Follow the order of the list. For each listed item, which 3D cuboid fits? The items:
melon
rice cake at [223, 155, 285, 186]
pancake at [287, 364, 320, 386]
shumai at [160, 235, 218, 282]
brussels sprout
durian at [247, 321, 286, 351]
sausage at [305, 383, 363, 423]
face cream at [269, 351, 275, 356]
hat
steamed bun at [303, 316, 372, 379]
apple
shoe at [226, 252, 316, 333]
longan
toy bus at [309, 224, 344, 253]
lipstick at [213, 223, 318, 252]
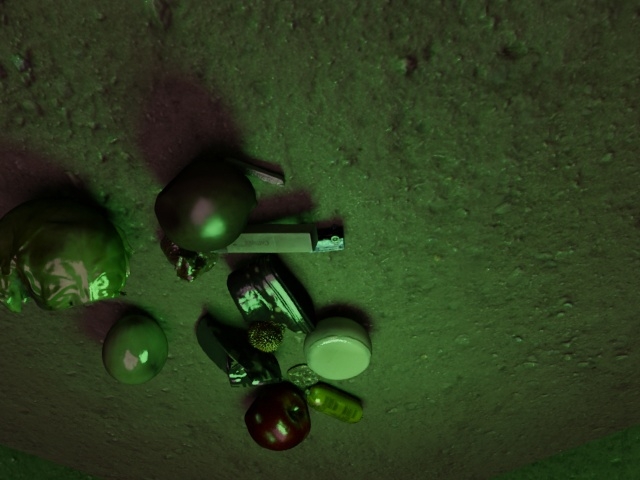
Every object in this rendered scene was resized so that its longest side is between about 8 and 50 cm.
[{"bbox_3d":[-0.756,0.449,1.911,0.272,0.271,0.307,-7,136,8],"label":"melon"},{"bbox_3d":[-0.206,-0.215,1.472,0.207,0.047,0.036,18,124,-12],"label":"rice cake"},{"bbox_3d":[-0.078,0.629,2.183,0.158,0.028,0.158,2,127,2],"label":"pancake"},{"bbox_3d":[-0.469,0.065,1.630,0.206,0.175,0.166,28,125,-16],"label":"shumai"},{"bbox_3d":[-0.852,0.036,1.532,0.426,0.342,0.360,-7,102,3],"label":"brussels sprout"},{"bbox_3d":[-0.215,0.372,1.890,0.168,0.158,0.136,0,119,35],"label":"durian"},{"bbox_3d":[0.067,0.783,2.242,0.347,0.123,0.123,31,124,-21],"label":"sausage"},{"bbox_3d":[-0.300,0.546,2.103,0.198,0.057,0.084,-31,122,22],"label":"face cream"},{"bbox_3d":[-0.330,0.458,1.947,0.258,0.381,0.366,-19,174,-33],"label":"hat"},{"bbox_3d":[0.069,0.422,1.906,0.283,0.177,0.282,-1,126,-1],"label":"steamed bun"},{"bbox_3d":[-0.199,0.832,2.191,0.288,0.288,0.317,34,137,-23],"label":"apple"},{"bbox_3d":[-0.187,0.237,1.763,0.237,0.171,0.383,-26,123,13],"label":"shoe"},{"bbox_3d":[-0.344,-0.100,1.415,0.289,0.288,0.350,27,148,-19],"label":"longan"},{"bbox_3d":[0.000,0.000,1.625,0.168,0.073,0.076,-6,130,7],"label":"toy bus"},{"bbox_3d":[-0.197,-0.008,1.572,0.372,0.079,0.076,0,116,17],"label":"lipstick"}]
